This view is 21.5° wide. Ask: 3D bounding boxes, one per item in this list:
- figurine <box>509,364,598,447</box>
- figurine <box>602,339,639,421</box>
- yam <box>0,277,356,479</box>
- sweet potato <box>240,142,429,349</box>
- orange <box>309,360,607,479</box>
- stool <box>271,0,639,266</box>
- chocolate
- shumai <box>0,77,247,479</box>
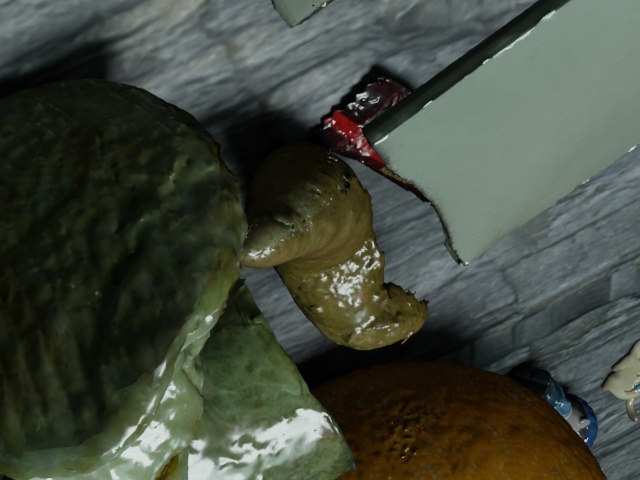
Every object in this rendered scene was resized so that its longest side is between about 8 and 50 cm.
[{"bbox_3d":[0.227,0.165,1.673,0.079,0.077,0.136,-55,139,-30],"label":"figurine"},{"bbox_3d":[0.331,0.142,1.730,0.047,0.050,0.083,-11,141,-38],"label":"figurine"},{"bbox_3d":[-0.145,0.148,1.227,0.300,0.195,0.195,-25,145,-13],"label":"yam"},{"bbox_3d":[0.000,-0.002,1.221,0.098,0.124,0.310,-24,156,10],"label":"sweet potato"},{"bbox_3d":[0.070,0.265,1.447,0.357,0.322,0.322,-11,141,-18],"label":"orange"},{"bbox_3d":[0.106,-0.174,0.981,0.269,0.243,0.170,-36,146,4],"label":"stool"},{"bbox_3d":[0.073,-0.072,1.277,0.086,0.028,0.182,-40,145,23],"label":"chocolate"},{"bbox_3d":[-0.145,0.047,1.065,0.204,0.222,0.272,61,46,-65],"label":"shumai"}]
